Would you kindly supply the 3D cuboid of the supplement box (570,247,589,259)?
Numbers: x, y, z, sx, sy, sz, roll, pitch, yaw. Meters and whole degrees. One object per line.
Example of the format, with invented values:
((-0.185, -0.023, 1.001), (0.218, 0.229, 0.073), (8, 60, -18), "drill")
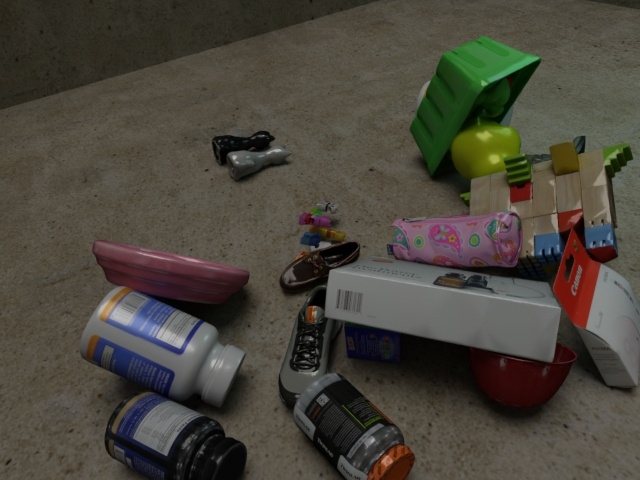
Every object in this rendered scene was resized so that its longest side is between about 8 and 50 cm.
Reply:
((0.608, -0.010, 1.179), (0.083, 0.056, 0.083), (-11, 38, -2), "supplement box")

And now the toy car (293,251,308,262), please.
((-0.008, 0.030, 1.256), (0.122, 0.040, 0.060), (-27, 42, -22), "toy car")

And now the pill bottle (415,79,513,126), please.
((0.463, -0.422, 1.641), (0.279, 0.162, 0.162), (18, 45, 30), "pill bottle")

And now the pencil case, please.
((0.288, -0.001, 1.108), (0.284, 0.124, 0.124), (0, 33, 46), "pencil case")

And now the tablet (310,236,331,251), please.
((0.000, 0.000, 1.321), (0.054, 0.006, 0.083), (-7, 39, 1), "tablet")

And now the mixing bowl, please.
((0.336, 0.225, 0.875), (0.182, 0.098, 0.181), (5, 5, 0), "mixing bowl")

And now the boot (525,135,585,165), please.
((0.650, -0.234, 1.441), (0.161, 0.083, 0.246), (12, 41, 33), "boot")

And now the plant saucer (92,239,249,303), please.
((-0.325, 0.072, 1.106), (0.332, 0.332, 0.084), (10, 86, 22), "plant saucer")

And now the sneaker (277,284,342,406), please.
((-0.024, 0.200, 0.994), (0.100, 0.108, 0.271), (4, 41, 12), "sneaker")

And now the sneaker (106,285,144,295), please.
((-0.408, 0.184, 1.097), (0.262, 0.099, 0.121), (24, 53, 36), "sneaker")

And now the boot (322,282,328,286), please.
((0.062, 0.110, 1.150), (0.087, 0.042, 0.118), (31, 50, 29), "boot")

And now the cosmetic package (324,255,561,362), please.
((0.233, 0.110, 0.959), (0.377, 0.097, 0.284), (8, 4, 20), "cosmetic package")

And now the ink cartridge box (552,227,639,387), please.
((0.509, 0.114, 0.912), (0.066, 0.232, 0.189), (-13, 28, 43), "ink cartridge box")

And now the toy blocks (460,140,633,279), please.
((0.485, -0.039, 1.123), (0.382, 0.191, 0.260), (-11, 54, 36), "toy blocks")

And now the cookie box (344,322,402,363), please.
((0.104, 0.191, 0.993), (0.107, 0.091, 0.040), (4, 37, 14), "cookie box")

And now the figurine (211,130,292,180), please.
((-0.223, -0.295, 1.675), (0.210, 0.092, 0.215), (-21, 41, -22), "figurine")

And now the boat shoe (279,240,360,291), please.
((-0.001, 0.053, 1.187), (0.207, 0.073, 0.073), (-26, 75, -18), "boat shoe")

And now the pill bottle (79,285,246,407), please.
((-0.286, 0.206, 0.950), (0.272, 0.152, 0.152), (25, 43, 0), "pill bottle")

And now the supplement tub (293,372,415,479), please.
((0.053, 0.315, 0.825), (0.117, 0.117, 0.190), (-30, 43, -25), "supplement tub")

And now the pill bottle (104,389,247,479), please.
((-0.238, 0.341, 0.842), (0.219, 0.122, 0.123), (14, 43, 25), "pill bottle")

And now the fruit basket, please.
((0.440, -0.299, 1.371), (0.283, 0.392, 0.392), (-30, 43, -24), "fruit basket")

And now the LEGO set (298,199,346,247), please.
((0.016, -0.034, 1.273), (0.093, 0.087, 0.227), (12, 17, 10), "LEGO set")
